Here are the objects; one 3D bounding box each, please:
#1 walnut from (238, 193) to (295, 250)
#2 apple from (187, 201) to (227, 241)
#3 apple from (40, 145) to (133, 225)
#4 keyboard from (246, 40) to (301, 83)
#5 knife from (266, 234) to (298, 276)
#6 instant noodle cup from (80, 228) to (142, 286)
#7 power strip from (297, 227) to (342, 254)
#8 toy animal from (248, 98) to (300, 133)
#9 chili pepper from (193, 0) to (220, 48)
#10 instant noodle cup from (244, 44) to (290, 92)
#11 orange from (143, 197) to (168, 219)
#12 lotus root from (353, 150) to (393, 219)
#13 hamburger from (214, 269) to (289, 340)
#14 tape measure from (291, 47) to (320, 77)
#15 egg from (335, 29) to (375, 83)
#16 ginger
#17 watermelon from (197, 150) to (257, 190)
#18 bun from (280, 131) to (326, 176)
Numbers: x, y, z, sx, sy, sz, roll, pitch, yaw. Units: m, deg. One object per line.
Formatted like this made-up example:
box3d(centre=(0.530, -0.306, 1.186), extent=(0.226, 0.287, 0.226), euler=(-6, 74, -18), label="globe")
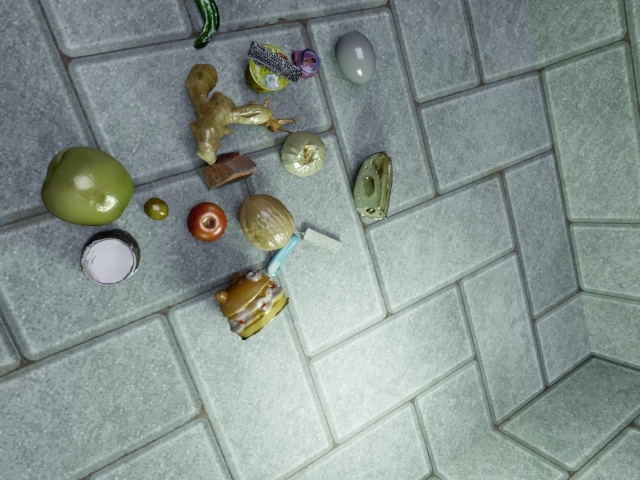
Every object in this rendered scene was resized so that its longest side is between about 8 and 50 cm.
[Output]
box3d(centre=(-0.231, -0.080, 1.730), extent=(0.225, 0.225, 0.261), euler=(-44, 114, -16), label="walnut")
box3d(centre=(-0.460, -0.076, 1.668), extent=(0.163, 0.139, 0.164), euler=(-2, 95, -27), label="apple")
box3d(centre=(-0.803, -0.188, 1.422), extent=(0.254, 0.291, 0.292), euler=(36, 78, -40), label="apple")
box3d(centre=(-0.184, -0.720, 1.662), extent=(0.231, 0.023, 0.072), euler=(21, 87, -26), label="keyboard")
box3d(centre=(-0.174, 0.067, 1.871), extent=(0.064, 0.031, 0.222), euler=(39, 74, -18), label="knife")
box3d(centre=(-0.767, 0.067, 1.498), extent=(0.217, 0.207, 0.218), euler=(-2, 95, -24), label="instant noodle cup")
box3d(centre=(0.000, 0.000, 1.949), extent=(0.252, 0.027, 0.060), euler=(23, 83, -25), label="power strip")
box3d(centre=(-0.201, -0.512, 1.797), extent=(0.255, 0.116, 0.114), euler=(24, 77, -37), label="toy animal")
box3d(centre=(-0.474, -0.921, 1.649), extent=(0.122, 0.065, 0.279), euler=(-15, 103, -27), label="chili pepper")
box3d(centre=(-0.234, -0.708, 1.731), extent=(0.182, 0.144, 0.182), euler=(-2, 94, -26), label="instant noodle cup")
box3d(centre=(-0.644, -0.122, 1.612), extent=(0.095, 0.085, 0.085), euler=(42, 76, -19), label="orange")
box3d(centre=(0.258, -0.268, 2.003), extent=(0.210, 0.141, 0.314), euler=(19, 79, -62), label="lotus root")
box3d(centre=(-0.295, 0.245, 1.712), extent=(0.276, 0.276, 0.237), euler=(-41, 98, -17), label="hamburger")
box3d(centre=(-0.064, -0.800, 1.844), extent=(0.118, 0.074, 0.125), euler=(-13, 94, -18), label="tape measure")
box3d(centre=(0.166, -0.839, 1.890), extent=(0.176, 0.176, 0.232), euler=(-37, 107, -18), label="egg")
box3d(centre=(-0.427, -0.509, 1.605), extent=(0.363, 0.122, 0.348), euler=(42, 63, -8), label="ginger")
box3d(centre=(-0.354, -0.290, 1.642), extent=(0.192, 0.256, 0.140), euler=(-32, 107, -27), label="watermelon")
box3d(centre=(-0.068, -0.389, 1.838), extent=(0.222, 0.127, 0.223), euler=(-2, 94, -28), label="bun")
